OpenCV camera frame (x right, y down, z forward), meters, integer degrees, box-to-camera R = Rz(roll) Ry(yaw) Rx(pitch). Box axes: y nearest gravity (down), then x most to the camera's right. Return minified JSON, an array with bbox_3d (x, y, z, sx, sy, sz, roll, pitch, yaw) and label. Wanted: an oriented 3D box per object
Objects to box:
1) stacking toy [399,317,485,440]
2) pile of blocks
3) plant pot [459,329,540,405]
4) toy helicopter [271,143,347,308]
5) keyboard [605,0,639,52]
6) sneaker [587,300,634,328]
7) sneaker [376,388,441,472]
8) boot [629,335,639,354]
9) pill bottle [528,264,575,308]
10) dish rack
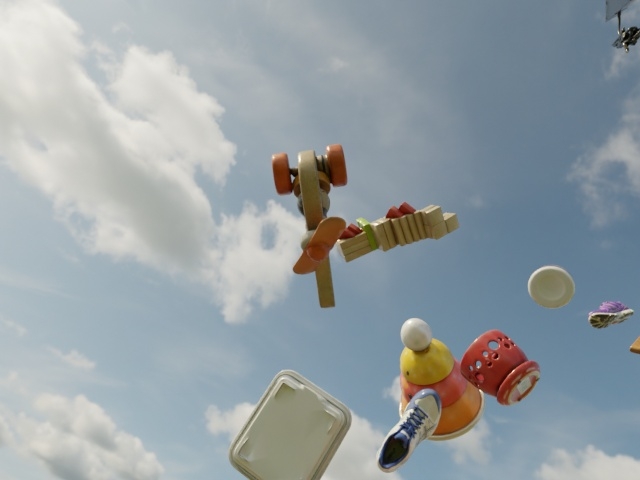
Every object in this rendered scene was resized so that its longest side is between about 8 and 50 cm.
[{"bbox_3d":[0.421,0.501,1.809,0.351,0.350,0.479,-10,-66,31],"label":"stacking toy"},{"bbox_3d":[0.199,-0.049,1.313,0.363,0.149,0.112,-15,-71,16],"label":"pile of blocks"},{"bbox_3d":[0.560,0.404,1.428,0.174,0.191,0.191,45,-22,48],"label":"plant pot"},{"bbox_3d":[0.000,0.000,0.901,0.140,0.235,0.354,-9,-58,-1],"label":"toy helicopter"},{"bbox_3d":[0.587,-0.466,0.888,0.033,0.317,0.201,-3,-74,27],"label":"keyboard"},{"bbox_3d":[0.875,0.222,1.407,0.170,0.071,0.068,-3,-48,-26],"label":"sneaker"},{"bbox_3d":[0.281,0.594,1.421,0.112,0.296,0.131,32,-11,21],"label":"sneaker"},{"bbox_3d":[0.933,0.294,1.138,0.281,0.264,0.096,10,-56,47],"label":"boot"},{"bbox_3d":[0.492,0.095,0.977,0.086,0.152,0.085,-1,-92,28],"label":"pill bottle"},{"bbox_3d":[-0.096,0.584,1.371,0.286,0.332,0.072,29,-17,19],"label":"dish rack"}]
